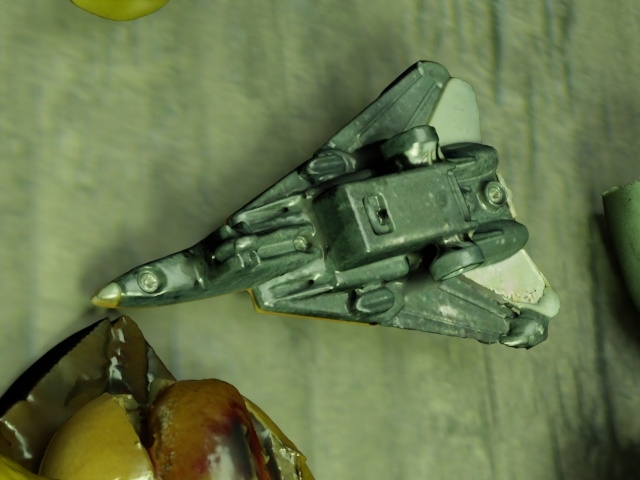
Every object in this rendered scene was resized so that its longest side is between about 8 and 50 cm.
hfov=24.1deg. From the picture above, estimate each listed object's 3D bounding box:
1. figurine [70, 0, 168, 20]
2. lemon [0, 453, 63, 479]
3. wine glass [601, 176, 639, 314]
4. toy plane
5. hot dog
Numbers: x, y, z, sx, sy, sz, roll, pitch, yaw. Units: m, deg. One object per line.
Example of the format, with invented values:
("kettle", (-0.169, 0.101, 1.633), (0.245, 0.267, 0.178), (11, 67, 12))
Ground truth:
("figurine", (-0.110, -0.259, 0.903), (0.215, 0.215, 0.228), (-35, 107, -46))
("lemon", (-0.180, 0.172, 0.576), (0.256, 0.188, 0.188), (-35, 92, -43))
("wine glass", (0.305, 0.054, 1.119), (0.126, 0.126, 0.241), (-16, 81, -45))
("toy plane", (0.008, -0.005, 0.900), (0.316, 0.103, 0.204), (-11, 76, -45))
("hot dog", (-0.035, 0.185, 0.756), (0.326, 0.107, 0.194), (55, 43, -4))
